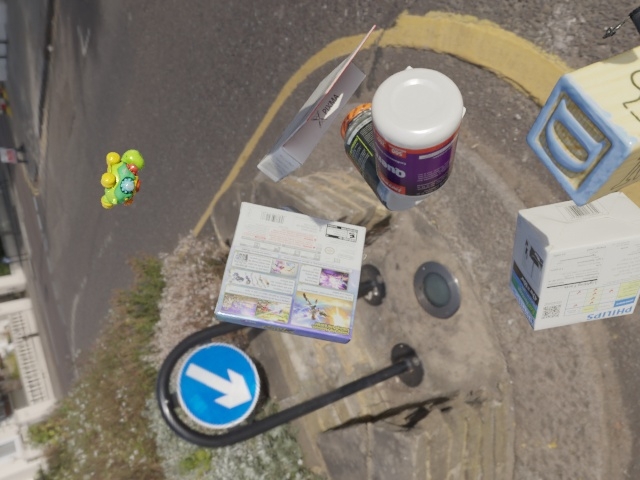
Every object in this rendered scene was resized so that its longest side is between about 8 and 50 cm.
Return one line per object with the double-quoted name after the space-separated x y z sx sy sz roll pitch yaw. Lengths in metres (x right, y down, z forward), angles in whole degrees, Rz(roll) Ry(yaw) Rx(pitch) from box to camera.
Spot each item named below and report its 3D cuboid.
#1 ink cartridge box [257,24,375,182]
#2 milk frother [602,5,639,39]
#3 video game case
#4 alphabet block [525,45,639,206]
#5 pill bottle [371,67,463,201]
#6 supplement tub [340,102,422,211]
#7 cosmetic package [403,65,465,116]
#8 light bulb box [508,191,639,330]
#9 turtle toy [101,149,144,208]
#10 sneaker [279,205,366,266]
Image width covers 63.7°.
0.007 -0.281 1.098 0.066 0.296 0.261 39 155 -15 "ink cartridge box"
0.868 -0.554 1.396 0.135 0.129 0.143 68 163 6 "milk frother"
-0.055 0.066 1.052 0.061 0.269 0.244 111 170 -65 "video game case"
0.547 -0.213 0.966 0.193 0.197 0.192 94 152 -64 "alphabet block"
0.209 -0.211 1.141 0.181 0.181 0.323 60 176 24 "pill bottle"
0.210 -0.274 1.644 0.338 0.207 0.207 59 143 31 "supplement tub"
0.326 -0.421 1.607 0.231 0.117 0.085 33 157 -12 "cosmetic package"
0.847 0.073 1.700 0.225 0.358 0.361 -100 1 -51 "light bulb box"
-0.379 -0.122 0.991 0.095 0.066 0.130 125 150 -54 "turtle toy"
0.000 0.000 1.413 0.281 0.115 0.105 40 132 5 "sneaker"
